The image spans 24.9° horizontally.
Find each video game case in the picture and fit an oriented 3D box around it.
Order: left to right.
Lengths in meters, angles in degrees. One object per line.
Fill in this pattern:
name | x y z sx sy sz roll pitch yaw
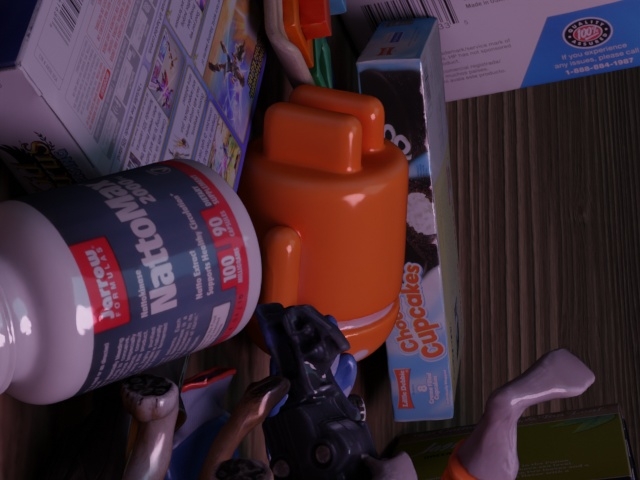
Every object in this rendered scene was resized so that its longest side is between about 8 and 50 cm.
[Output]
video game case | -0.122 -0.122 0.925 0.244 0.061 0.269 58 33 -46

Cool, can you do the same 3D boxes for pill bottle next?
pill bottle | -0.129 0.025 0.756 0.180 0.108 0.108 -19 101 -42

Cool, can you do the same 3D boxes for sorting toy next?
sorting toy | -0.009 -0.187 1.125 0.348 0.047 0.196 61 19 -63

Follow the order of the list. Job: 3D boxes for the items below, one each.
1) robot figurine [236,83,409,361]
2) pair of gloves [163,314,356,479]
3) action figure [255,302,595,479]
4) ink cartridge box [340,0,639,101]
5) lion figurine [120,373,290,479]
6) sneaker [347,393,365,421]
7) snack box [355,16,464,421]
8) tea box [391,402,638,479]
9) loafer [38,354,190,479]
robot figurine | 0.001 -0.001 1.063 0.158 0.128 0.219 -122 -149 -60
pair of gloves | -0.042 0.136 0.972 0.198 0.023 0.159 -22 128 -46
action figure | 0.017 0.177 0.803 0.178 0.330 0.341 -8 68 -46
ink cartridge box | 0.133 -0.328 1.303 0.395 0.285 0.166 60 30 -43
lion figurine | -0.103 0.236 0.686 0.392 0.142 0.240 -37 134 -59
sneaker | 0.022 0.171 1.223 0.035 0.031 0.083 69 27 -60
snack box | 0.085 -0.023 1.293 0.187 0.060 0.322 -65 150 -69
tea box | 0.184 0.350 1.223 0.323 0.220 0.329 -47 127 -76
loafer | -0.101 0.096 0.850 0.062 0.061 0.170 45 61 -50
